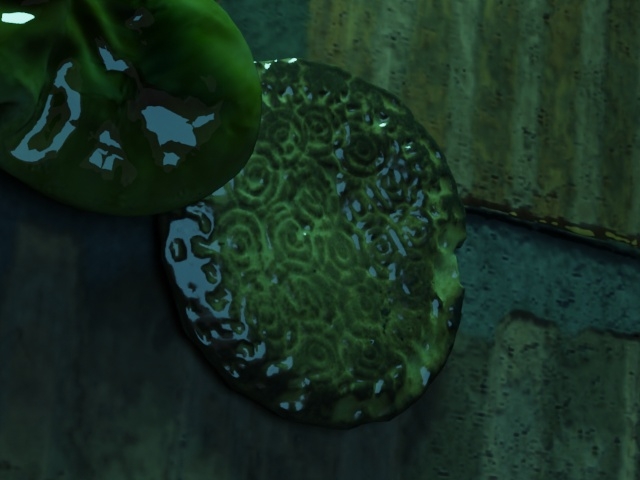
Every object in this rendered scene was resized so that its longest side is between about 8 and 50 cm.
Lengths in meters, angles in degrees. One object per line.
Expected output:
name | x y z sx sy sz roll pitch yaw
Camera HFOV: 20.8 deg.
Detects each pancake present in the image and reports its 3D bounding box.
pancake | 0.001 0.000 0.898 0.199 0.021 0.199 6 79 -34

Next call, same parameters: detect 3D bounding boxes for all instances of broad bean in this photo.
broad bean | -0.121 -0.093 0.806 0.207 0.072 0.153 17 72 -39
